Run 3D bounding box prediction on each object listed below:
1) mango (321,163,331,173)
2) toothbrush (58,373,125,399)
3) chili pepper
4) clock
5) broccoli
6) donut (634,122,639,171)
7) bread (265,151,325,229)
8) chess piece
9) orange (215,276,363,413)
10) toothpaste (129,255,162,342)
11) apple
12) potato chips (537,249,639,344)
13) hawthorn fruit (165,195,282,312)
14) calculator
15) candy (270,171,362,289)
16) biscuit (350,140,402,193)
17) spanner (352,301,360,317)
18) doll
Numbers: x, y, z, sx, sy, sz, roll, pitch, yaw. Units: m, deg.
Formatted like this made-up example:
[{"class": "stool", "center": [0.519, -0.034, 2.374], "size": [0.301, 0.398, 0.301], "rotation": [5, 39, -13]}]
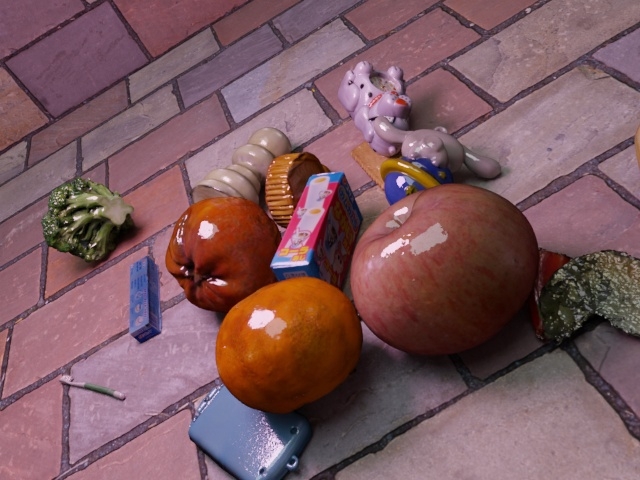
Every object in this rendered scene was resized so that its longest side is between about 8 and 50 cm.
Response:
[{"class": "mango", "center": [-0.011, -0.171, 1.675], "size": [0.080, 0.060, 0.114], "rotation": [-32, 36, -3]}, {"class": "toothbrush", "center": [-0.567, 0.362, 1.534], "size": [0.257, 0.018, 0.024], "rotation": [3, 45, 36]}, {"class": "chili pepper", "center": [0.410, 0.105, 1.127], "size": [0.088, 0.065, 0.169], "rotation": [13, 61, 9]}, {"class": "clock", "center": [0.158, -0.323, 1.599], "size": [0.189, 0.189, 0.254], "rotation": [-24, 46, 10]}, {"class": "broccoli", "center": [-0.685, -0.070, 1.861], "size": [0.245, 0.294, 0.265], "rotation": [-13, 83, 40]}, {"class": "donut", "center": [0.761, -0.156, 1.045], "size": [0.449, 0.198, 0.449], "rotation": [-18, 41, 16]}, {"class": "bread", "center": [-0.060, -0.120, 1.549], "size": [0.104, 0.199, 0.199], "rotation": [-2, 48, 32]}, {"class": "chess piece", "center": [-0.200, -0.196, 1.755], "size": [0.182, 0.182, 0.330], "rotation": [5, 48, 37]}, {"class": "orange", "center": [-0.060, 0.190, 1.163], "size": [0.284, 0.226, 0.284], "rotation": [-26, 0, 0]}, {"class": "toothpaste", "center": [-0.469, 0.151, 1.659], "size": [0.066, 0.053, 0.272], "rotation": [-31, 40, 9]}, {"class": "apple", "center": [0.209, 0.040, 1.127], "size": [0.345, 0.269, 0.345], "rotation": [-31, 38, 28]}, {"class": "potato chips", "center": [0.483, 0.105, 1.061], "size": [0.220, 0.029, 0.202], "rotation": [-7, 56, 8]}, {"class": "hawthorn fruit", "center": [-0.204, 0.022, 1.467], "size": [0.277, 0.277, 0.298], "rotation": [13, 30, 41]}, {"class": "calculator", "center": [-0.142, 0.371, 1.218], "size": [0.293, 0.051, 0.173], "rotation": [19, 60, 43]}, {"class": "candy", "center": [0.001, 0.000, 1.402], "size": [0.100, 0.157, 0.306], "rotation": [-6, 41, 25]}, {"class": "biscuit", "center": [0.187, -0.214, 1.611], "size": [0.160, 0.030, 0.250], "rotation": [-34, 40, -1]}, {"class": "spanner", "center": [0.019, 0.188, 1.319], "size": [0.325, 0.026, 0.093], "rotation": [-36, 39, -2]}, {"class": "doll", "center": [0.214, -0.181, 1.403], "size": [0.311, 0.159, 0.242], "rotation": [38, 84, 21]}]
